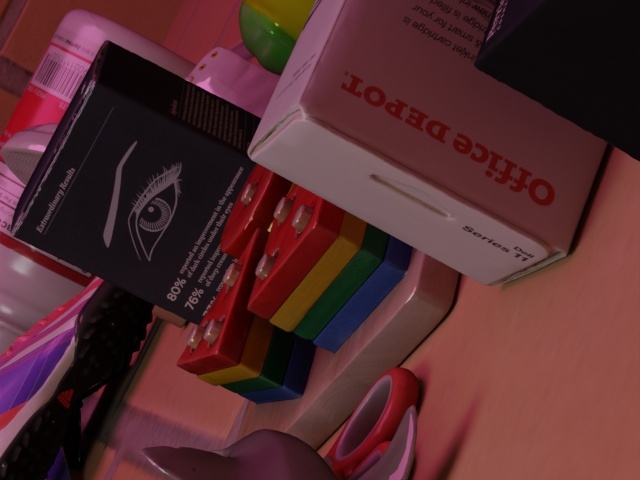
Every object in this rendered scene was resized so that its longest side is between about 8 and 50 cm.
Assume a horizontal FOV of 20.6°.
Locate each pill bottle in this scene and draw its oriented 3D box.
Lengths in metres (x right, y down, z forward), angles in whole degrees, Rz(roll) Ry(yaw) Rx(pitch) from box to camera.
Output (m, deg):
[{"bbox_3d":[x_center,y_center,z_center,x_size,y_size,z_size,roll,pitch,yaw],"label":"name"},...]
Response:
[{"bbox_3d":[-0.285,-0.044,2.053,0.407,0.229,0.229,-62,12,0],"label":"pill bottle"}]

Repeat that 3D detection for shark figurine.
[{"bbox_3d":[-0.048,0.131,0.898,0.166,0.116,0.278,-69,20,2],"label":"shark figurine"}]

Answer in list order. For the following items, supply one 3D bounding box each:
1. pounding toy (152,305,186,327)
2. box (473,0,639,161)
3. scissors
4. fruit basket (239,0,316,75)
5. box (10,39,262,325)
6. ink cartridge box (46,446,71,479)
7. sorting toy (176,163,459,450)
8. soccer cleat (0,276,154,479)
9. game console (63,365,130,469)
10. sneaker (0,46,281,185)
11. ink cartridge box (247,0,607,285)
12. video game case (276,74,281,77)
[{"bbox_3d":[-0.152,-0.003,1.737,0.181,0.094,0.206,-54,14,33],"label":"pounding toy"},{"bbox_3d":[0.182,-0.191,0.770,0.184,0.103,0.261,-47,19,58],"label":"box"},{"bbox_3d":[-0.023,0.168,1.005,0.297,0.021,0.109,-46,22,46],"label":"scissors"},{"bbox_3d":[0.021,-0.309,1.372,0.392,0.283,0.392,-38,23,19],"label":"fruit basket"},{"bbox_3d":[-0.121,-0.040,1.418,0.153,0.207,0.108,-57,13,20],"label":"box"},{"bbox_3d":[-0.370,0.354,1.831,0.330,0.071,0.324,-62,19,7],"label":"ink cartridge box"},{"bbox_3d":[0.000,0.000,1.116,0.255,0.089,0.257,-50,17,44],"label":"sorting toy"},{"bbox_3d":[-0.281,0.126,1.796,0.318,0.116,0.108,-57,-30,-20],"label":"soccer cleat"},{"bbox_3d":[-0.243,0.187,1.893,0.107,0.071,0.122,-34,5,-17],"label":"game console"},{"bbox_3d":[-0.143,-0.099,1.631,0.169,0.292,0.108,-63,-32,-26],"label":"sneaker"},{"bbox_3d":[0.075,-0.103,0.883,0.208,0.153,0.087,-66,12,-22],"label":"ink cartridge box"},{"bbox_3d":[-0.005,-0.239,1.830,0.143,0.019,0.157,-65,13,-13],"label":"video game case"}]
